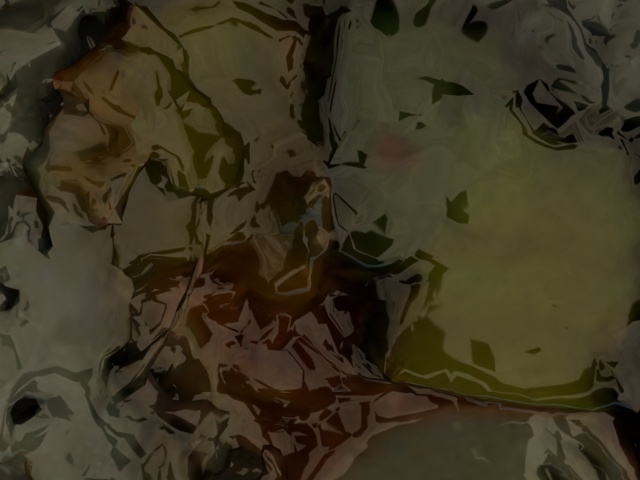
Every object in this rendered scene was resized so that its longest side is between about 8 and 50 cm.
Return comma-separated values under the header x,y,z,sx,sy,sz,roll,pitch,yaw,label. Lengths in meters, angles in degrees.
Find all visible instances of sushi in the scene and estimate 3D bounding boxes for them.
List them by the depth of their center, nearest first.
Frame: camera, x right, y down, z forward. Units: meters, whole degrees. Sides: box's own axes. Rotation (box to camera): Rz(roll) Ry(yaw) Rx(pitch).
x,y,z,sx,sy,sz,roll,pitch,yaw,label
0.004,-0.003,0.513,0.417,0.176,0.417,-3,-76,-12,sushi
